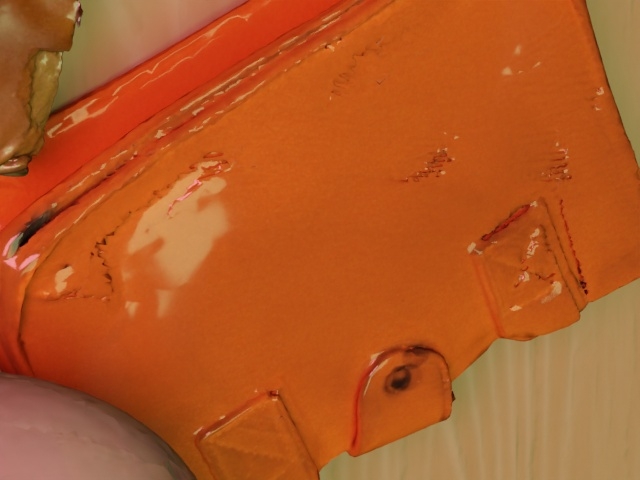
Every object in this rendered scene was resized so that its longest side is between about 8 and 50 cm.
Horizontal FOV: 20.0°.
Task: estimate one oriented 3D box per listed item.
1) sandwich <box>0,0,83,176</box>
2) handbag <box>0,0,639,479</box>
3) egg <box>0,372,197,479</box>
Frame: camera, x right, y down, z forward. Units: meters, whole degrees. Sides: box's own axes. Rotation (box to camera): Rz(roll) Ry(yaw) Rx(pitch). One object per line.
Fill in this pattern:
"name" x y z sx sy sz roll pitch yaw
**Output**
"sandwich" -0.224 -0.140 0.938 0.186 0.108 0.220 0 113 -29
"handbag" 0.000 0.000 1.115 0.410 0.116 0.303 -33 123 -11
"egg" -0.194 0.221 0.930 0.340 0.354 0.354 -36 126 12
